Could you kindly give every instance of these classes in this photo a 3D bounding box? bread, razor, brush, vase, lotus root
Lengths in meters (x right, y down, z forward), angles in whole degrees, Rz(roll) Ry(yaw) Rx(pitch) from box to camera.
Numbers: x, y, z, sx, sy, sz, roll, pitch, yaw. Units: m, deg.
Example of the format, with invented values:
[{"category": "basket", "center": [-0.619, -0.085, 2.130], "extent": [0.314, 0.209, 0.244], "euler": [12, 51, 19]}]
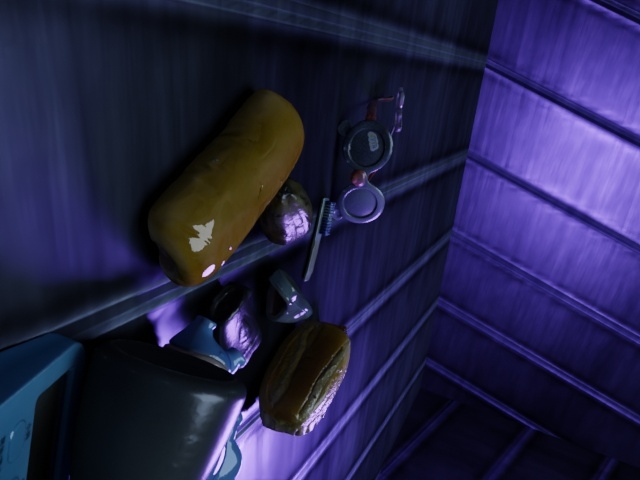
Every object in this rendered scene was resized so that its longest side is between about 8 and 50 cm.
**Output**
[{"category": "bread", "center": [-0.031, 0.268, 1.293], "extent": [0.106, 0.140, 0.236], "euler": [89, 26, -50]}, {"category": "razor", "center": [-0.137, 0.135, 1.016], "extent": [0.148, 0.054, 0.090], "euler": [83, 30, -48]}, {"category": "brush", "center": [-0.001, 0.000, 1.323], "extent": [0.033, 0.030, 0.178], "euler": [-32, 136, -76]}, {"category": "vase", "center": [-0.208, 0.283, 0.702], "extent": [0.173, 0.173, 0.321], "euler": [32, 74, -70]}, {"category": "lotus root", "center": [-0.057, -0.048, 1.031], "extent": [0.089, 0.080, 0.179], "euler": [-32, 159, -12]}, {"category": "bread", "center": [-0.112, -0.075, 0.865], "extent": [0.142, 0.091, 0.305], "euler": [91, 25, -51]}]

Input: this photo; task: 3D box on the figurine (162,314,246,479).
[{"category": "figurine", "center": [-0.175, 0.244, 0.867], "extent": [0.261, 0.154, 0.180], "euler": [-63, 148, -15]}]

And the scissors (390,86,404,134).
[{"category": "scissors", "center": [0.168, -0.266, 1.456], "extent": [0.189, 0.015, 0.100], "euler": [91, 4, -77]}]

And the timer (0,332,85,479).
[{"category": "timer", "center": [-0.299, 0.226, 0.602], "extent": [0.250, 0.092, 0.231], "euler": [-33, 136, -70]}]

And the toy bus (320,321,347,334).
[{"category": "toy bus", "center": [-0.001, 0.281, 1.470], "extent": [0.083, 0.088, 0.194], "euler": [85, 26, -46]}]

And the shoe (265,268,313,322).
[{"category": "shoe", "center": [-0.070, 0.109, 1.186], "extent": [0.078, 0.079, 0.195], "euler": [-33, 162, -5]}]

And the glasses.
[{"category": "glasses", "center": [0.093, -0.188, 1.412], "extent": [0.268, 0.118, 0.234], "euler": [-80, 174, -59]}]
